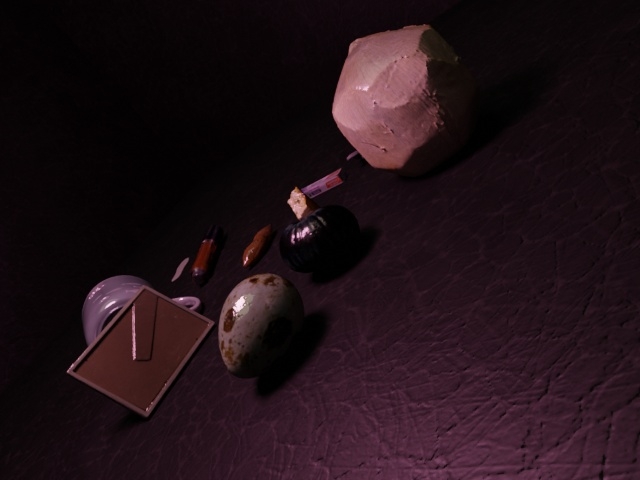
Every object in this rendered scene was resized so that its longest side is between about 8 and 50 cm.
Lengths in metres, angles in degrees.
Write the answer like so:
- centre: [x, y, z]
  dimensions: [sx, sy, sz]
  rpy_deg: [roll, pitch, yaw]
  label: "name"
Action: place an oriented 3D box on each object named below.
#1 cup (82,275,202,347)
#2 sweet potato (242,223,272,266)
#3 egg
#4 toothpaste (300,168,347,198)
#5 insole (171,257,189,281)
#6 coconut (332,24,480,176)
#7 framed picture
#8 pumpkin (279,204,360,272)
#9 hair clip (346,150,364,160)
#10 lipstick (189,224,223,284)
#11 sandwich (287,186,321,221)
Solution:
- centre: [-0.533, 0.241, 1.748]
  dimensions: [0.357, 0.259, 0.274]
  rpy_deg: [-13, 11, -21]
  label: "cup"
- centre: [-0.195, 0.009, 1.858]
  dimensions: [0.065, 0.051, 0.218]
  rpy_deg: [-28, 22, 38]
  label: "sweet potato"
- centre: [-0.124, 0.172, 1.169]
  dimensions: [0.169, 0.169, 0.231]
  rpy_deg: [-21, 35, 45]
  label: "egg"
- centre: [0.005, -0.186, 1.937]
  dimensions: [0.196, 0.040, 0.047]
  rpy_deg: [-23, 28, 41]
  label: "toothpaste"
- centre: [-0.595, 0.121, 2.453]
  dimensions: [0.065, 0.004, 0.197]
  rpy_deg: [-36, 19, 14]
  label: "insole"
- centre: [0.207, -0.361, 1.445]
  dimensions: [0.346, 0.360, 0.346]
  rpy_deg: [-38, 18, 15]
  label: "coconut"
- centre: [-0.461, 0.280, 1.511]
  dimensions: [0.324, 0.241, 0.020]
  rpy_deg: [-59, -7, -42]
  label: "framed picture"
- centre: [0.000, 0.000, 1.370]
  dimensions: [0.202, 0.140, 0.202]
  rpy_deg: [-31, 6, 3]
  label: "pumpkin"
- centre: [0.160, -0.297, 1.872]
  dimensions: [0.146, 0.056, 0.187]
  rpy_deg: [-28, 18, 14]
  label: "hair clip"
- centre: [-0.429, 0.050, 2.185]
  dimensions: [0.077, 0.077, 0.418]
  rpy_deg: [-36, 21, 14]
  label: "lipstick"
- centre: [-0.027, -0.076, 1.556]
  dimensions: [0.058, 0.162, 0.193]
  rpy_deg: [-41, 17, 8]
  label: "sandwich"
